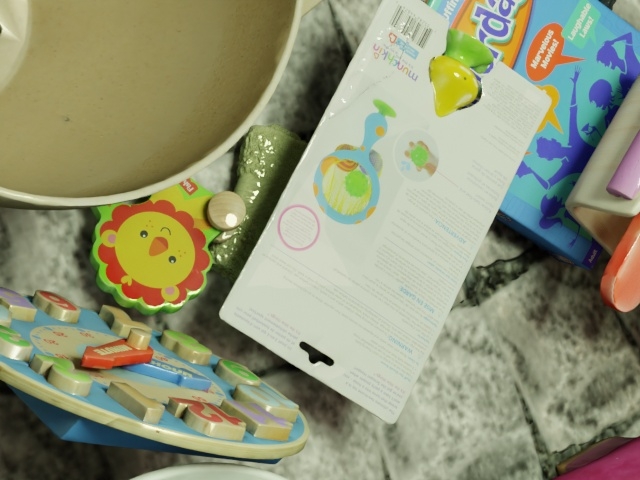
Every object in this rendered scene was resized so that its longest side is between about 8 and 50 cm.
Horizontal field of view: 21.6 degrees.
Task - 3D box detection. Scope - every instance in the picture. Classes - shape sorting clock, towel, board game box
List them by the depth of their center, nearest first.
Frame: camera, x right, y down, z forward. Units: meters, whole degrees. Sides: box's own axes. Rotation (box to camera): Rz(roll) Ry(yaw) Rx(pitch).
[{"bbox_3d":[-0.102,0.066,0.890,0.206,0.206,0.040,17,102,-31],"label":"shape sorting clock"},{"bbox_3d":[0.000,0.000,1.069,0.148,0.027,0.110,27,70,-29],"label":"towel"},{"bbox_3d":[0.136,-0.099,1.138,0.210,0.047,0.160,30,85,-26],"label":"board game box"}]

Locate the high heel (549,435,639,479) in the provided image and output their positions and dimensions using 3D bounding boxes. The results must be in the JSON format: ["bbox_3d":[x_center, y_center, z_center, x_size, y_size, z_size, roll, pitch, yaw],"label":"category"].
[{"bbox_3d":[0.146,0.215,1.041,0.377,0.181,0.127,-35,103,-32],"label":"high heel"}]

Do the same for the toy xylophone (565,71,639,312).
[{"bbox_3d":[0.290,-0.036,1.170,0.322,0.081,0.236,27,88,-45],"label":"toy xylophone"}]

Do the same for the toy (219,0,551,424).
[{"bbox_3d":[0.036,-0.024,1.042,0.137,0.056,0.237,34,77,-22],"label":"toy"}]

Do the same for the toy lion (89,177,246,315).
[{"bbox_3d":[-0.100,-0.010,0.988,0.096,0.034,0.100,-41,88,-24],"label":"toy lion"}]

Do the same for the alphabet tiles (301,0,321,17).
[{"bbox_3d":[-0.031,-0.314,1.104,0.342,0.011,0.285,-43,107,-30],"label":"alphabet tiles"}]

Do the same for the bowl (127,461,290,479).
[{"bbox_3d":[-0.102,0.261,0.886,0.298,0.134,0.298,2,88,-39],"label":"bowl"}]

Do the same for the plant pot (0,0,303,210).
[{"bbox_3d":[-0.178,-0.146,0.872,0.284,0.191,0.284,5,80,-34],"label":"plant pot"}]

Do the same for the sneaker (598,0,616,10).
[{"bbox_3d":[0.173,-0.233,1.206,0.069,0.082,0.209,-1,102,-47],"label":"sneaker"}]
